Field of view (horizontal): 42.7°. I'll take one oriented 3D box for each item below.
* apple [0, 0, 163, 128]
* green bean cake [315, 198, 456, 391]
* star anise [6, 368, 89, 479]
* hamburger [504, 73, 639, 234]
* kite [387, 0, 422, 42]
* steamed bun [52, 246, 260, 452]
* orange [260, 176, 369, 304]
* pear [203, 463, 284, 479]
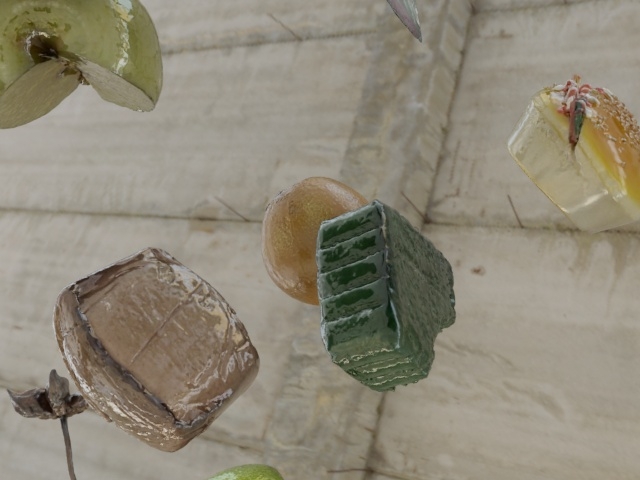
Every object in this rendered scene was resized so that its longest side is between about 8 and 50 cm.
[{"bbox_3d":[-0.402,-0.308,1.293,0.295,0.258,0.234,-9,-86,3],"label":"apple"},{"bbox_3d":[0.123,0.122,1.491,0.169,0.300,0.308,-21,-128,26],"label":"green bean cake"},{"bbox_3d":[-0.475,0.372,1.443,0.148,0.219,0.227,-5,-127,-10],"label":"star anise"},{"bbox_3d":[0.385,-0.121,1.156,0.151,0.295,0.227,-41,-102,22],"label":"hamburger"},{"bbox_3d":[0.045,-0.432,1.184,0.022,0.360,0.204,-30,-122,30],"label":"kite"},{"bbox_3d":[-0.274,0.178,1.298,0.301,0.251,0.199,48,-43,2],"label":"steamed bun"},{"bbox_3d":[0.000,0.000,1.749,0.274,0.274,0.274,-14,-120,27],"label":"orange"},{"bbox_3d":[-0.211,0.604,1.549,0.238,0.317,0.343,-155,-119,-63],"label":"pear"}]
